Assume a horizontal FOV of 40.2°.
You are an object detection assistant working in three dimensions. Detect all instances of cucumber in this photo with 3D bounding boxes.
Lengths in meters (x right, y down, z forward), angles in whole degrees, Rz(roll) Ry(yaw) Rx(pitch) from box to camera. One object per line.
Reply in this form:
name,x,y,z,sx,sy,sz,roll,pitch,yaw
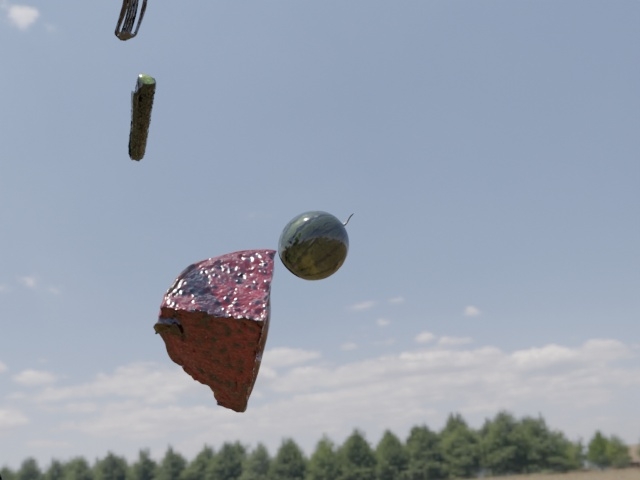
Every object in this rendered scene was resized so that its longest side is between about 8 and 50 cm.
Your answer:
cucumber,-0.384,-0.251,1.853,0.043,0.044,0.257,35,-38,9

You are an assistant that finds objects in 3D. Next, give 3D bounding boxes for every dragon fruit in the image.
dragon fruit,-0.189,0.213,1.794,0.302,0.330,0.240,-11,19,-25

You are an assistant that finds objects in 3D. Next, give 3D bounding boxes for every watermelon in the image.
watermelon,0.000,0.000,1.316,0.133,0.105,0.105,-38,-13,-7

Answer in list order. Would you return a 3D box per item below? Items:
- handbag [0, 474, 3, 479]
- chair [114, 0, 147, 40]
handbag,-0.728,0.446,1.460,0.342,0.288,0.152,-38,-15,-30
chair,-0.355,-0.475,1.562,0.101,0.212,0.084,28,15,13
